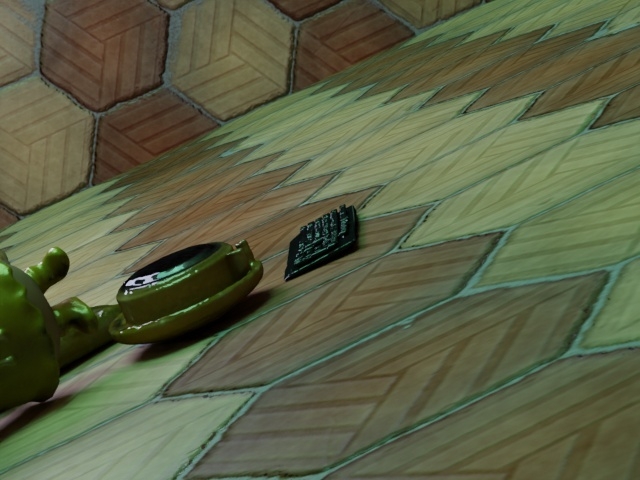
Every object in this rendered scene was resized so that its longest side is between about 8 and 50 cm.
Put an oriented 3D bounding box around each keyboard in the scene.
[{"bbox_3d":[-0.001,-0.002,1.580,0.074,0.015,0.196,-24,8,5],"label":"keyboard"}]

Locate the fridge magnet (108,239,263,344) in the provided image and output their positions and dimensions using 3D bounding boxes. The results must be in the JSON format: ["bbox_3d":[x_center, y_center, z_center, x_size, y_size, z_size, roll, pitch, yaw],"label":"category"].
[{"bbox_3d":[-0.116,0.044,1.462,0.143,0.063,0.143,-22,12,5],"label":"fridge magnet"}]

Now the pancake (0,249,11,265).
[{"bbox_3d":[-0.563,0.112,2.197,0.387,0.082,0.387,-27,10,5],"label":"pancake"}]

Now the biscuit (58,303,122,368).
[{"bbox_3d":[-0.280,0.112,1.586,0.174,0.039,0.183,-14,13,45],"label":"biscuit"}]

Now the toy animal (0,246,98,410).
[{"bbox_3d":[-0.294,0.090,1.405,0.230,0.156,0.156,-28,9,-27],"label":"toy animal"}]
